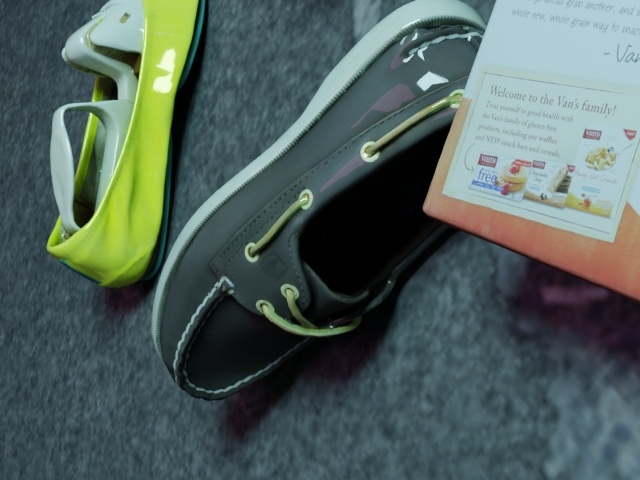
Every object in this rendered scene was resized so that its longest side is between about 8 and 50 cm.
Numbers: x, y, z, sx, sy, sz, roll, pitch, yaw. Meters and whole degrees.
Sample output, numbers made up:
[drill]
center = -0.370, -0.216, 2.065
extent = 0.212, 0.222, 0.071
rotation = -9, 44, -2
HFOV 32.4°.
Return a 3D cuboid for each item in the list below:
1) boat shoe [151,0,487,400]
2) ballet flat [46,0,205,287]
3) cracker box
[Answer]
[boat shoe]
center = 0.000, 0.000, 0.482
extent = 0.227, 0.081, 0.068
rotation = -50, 39, 25
[ballet flat]
center = -0.123, -0.087, 0.675
extent = 0.077, 0.077, 0.231
rotation = -8, 72, 52
[cracker box]
center = 0.139, -0.090, 0.347
extent = 0.156, 0.067, 0.232
rotation = 27, 101, 52
